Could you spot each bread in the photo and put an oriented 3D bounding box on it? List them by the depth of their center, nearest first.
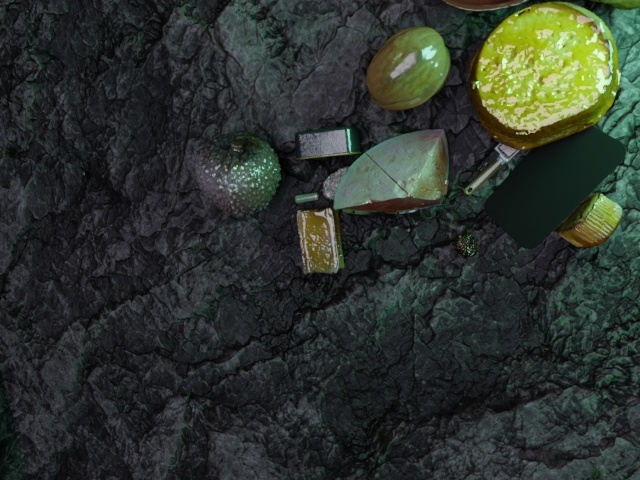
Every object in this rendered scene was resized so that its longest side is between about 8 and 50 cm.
[{"bbox_3d":[0.607,-0.454,1.336,0.398,0.215,0.398,2,95,20],"label":"bread"},{"bbox_3d":[0.773,-0.053,1.402,0.114,0.190,0.132,33,83,2],"label":"bread"}]

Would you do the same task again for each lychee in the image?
[{"bbox_3d":[-0.274,-0.214,1.612,0.300,0.300,0.300,4,104,15],"label":"lychee"}]

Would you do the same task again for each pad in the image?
[{"bbox_3d":[0.691,-0.142,1.406,0.063,0.315,0.375,21,117,-37],"label":"pad"}]

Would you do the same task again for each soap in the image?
[{"bbox_3d":[0.001,0.000,1.703,0.135,0.076,0.233,-3,103,18],"label":"soap"}]

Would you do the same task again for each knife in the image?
[{"bbox_3d":[0.563,-0.271,1.497,0.061,0.027,0.343,47,111,6],"label":"knife"}]

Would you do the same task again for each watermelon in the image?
[{"bbox_3d":[0.243,-0.161,1.533,0.292,0.319,0.222,-3,139,33],"label":"watermelon"}]

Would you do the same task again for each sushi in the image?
[{"bbox_3d":[0.076,-0.196,1.631,0.150,0.078,0.090,-36,85,22],"label":"sushi"}]

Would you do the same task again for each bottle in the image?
[{"bbox_3d":[-0.047,-0.149,1.704,0.083,0.030,0.030,-8,101,17],"label":"bottle"}]

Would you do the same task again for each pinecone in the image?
[{"bbox_3d":[0.468,0.018,1.574,0.077,0.077,0.083,-27,121,20],"label":"pinecone"}]

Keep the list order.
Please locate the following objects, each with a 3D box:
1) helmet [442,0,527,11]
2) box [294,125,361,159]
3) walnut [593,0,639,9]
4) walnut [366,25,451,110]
[{"bbox_3d":[0.460,-0.767,1.296,0.385,0.230,0.337,2,103,16],"label":"helmet"},{"bbox_3d":[0.023,-0.314,1.584,0.201,0.144,0.090,-3,98,18],"label":"box"},{"bbox_3d":[0.761,-0.729,1.204,0.253,0.282,0.277,37,111,48],"label":"walnut"},{"bbox_3d":[0.253,-0.495,1.431,0.261,0.225,0.225,-41,89,20],"label":"walnut"}]
